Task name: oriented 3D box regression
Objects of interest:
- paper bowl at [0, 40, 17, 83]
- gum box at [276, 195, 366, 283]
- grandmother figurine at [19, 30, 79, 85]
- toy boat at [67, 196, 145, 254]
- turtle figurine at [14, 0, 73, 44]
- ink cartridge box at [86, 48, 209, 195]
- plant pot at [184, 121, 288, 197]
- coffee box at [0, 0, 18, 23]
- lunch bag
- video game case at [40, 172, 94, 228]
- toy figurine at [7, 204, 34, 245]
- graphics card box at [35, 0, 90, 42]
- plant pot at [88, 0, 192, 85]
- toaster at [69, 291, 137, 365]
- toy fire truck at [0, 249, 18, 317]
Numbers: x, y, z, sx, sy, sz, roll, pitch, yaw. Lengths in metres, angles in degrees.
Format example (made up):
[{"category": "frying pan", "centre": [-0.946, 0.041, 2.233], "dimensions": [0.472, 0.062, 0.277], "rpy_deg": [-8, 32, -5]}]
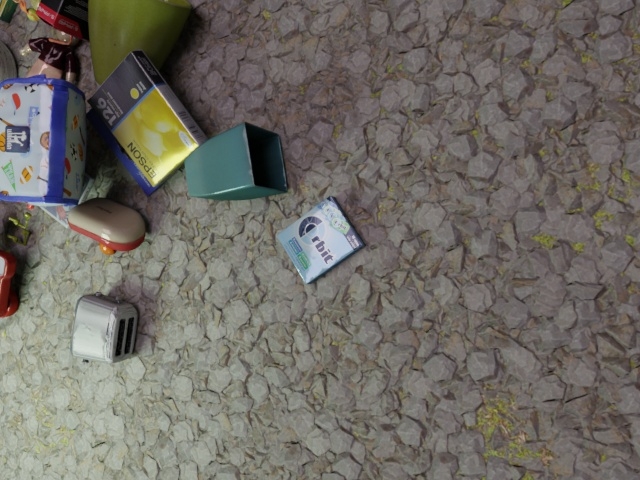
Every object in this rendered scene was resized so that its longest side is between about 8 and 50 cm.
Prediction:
[{"category": "paper bowl", "centre": [-1.185, -0.568, 1.740], "dimensions": [0.284, 0.148, 0.285], "rpy_deg": [0, 93, 8]}, {"category": "gum box", "centre": [0.000, 0.000, 1.370], "dimensions": [0.184, 0.041, 0.157], "rpy_deg": [-35, 76, 14]}, {"category": "grandmother figurine", "centre": [-0.871, -0.570, 1.688], "dimensions": [0.207, 0.104, 0.342], "rpy_deg": [32, 96, -9]}, {"category": "toy boat", "centre": [-0.634, -0.023, 1.568], "dimensions": [0.231, 0.151, 0.151], "rpy_deg": [21, 125, 20]}, {"category": "turtle figurine", "centre": [-0.825, -0.744, 1.567], "dimensions": [0.269, 0.087, 0.217], "rpy_deg": [39, 92, -7]}, {"category": "ink cartridge box", "centre": [-0.508, -0.313, 1.469], "dimensions": [0.307, 0.072, 0.304], "rpy_deg": [-33, 98, 28]}, {"category": "plant pot", "centre": [-0.239, -0.190, 1.405], "dimensions": [0.234, 0.165, 0.166], "rpy_deg": [-13, 83, 26]}, {"category": "coffee box", "centre": [-1.133, -0.846, 1.819], "dimensions": [0.184, 0.040, 0.113], "rpy_deg": [34, 99, 18]}, {"category": "lunch bag", "centre": [-0.765, -0.258, 1.441], "dimensions": [0.385, 0.238, 0.328], "rpy_deg": [8, 95, 55]}, {"category": "video game case", "centre": [-0.841, -0.167, 1.693], "dimensions": [0.201, 0.023, 0.184], "rpy_deg": [32, 99, 18]}, {"category": "toy figurine", "centre": [-1.032, -0.189, 1.722], "dimensions": [0.217, 0.191, 0.363], "rpy_deg": [-115, 39, -52]}, {"category": "graphics card box", "centre": [-0.641, -0.767, 1.524], "dimensions": [0.094, 0.232, 0.371], "rpy_deg": [36, 104, 19]}, {"category": "plant pot", "centre": [-0.542, -0.578, 1.497], "dimensions": [0.274, 0.274, 0.294], "rpy_deg": [33, 115, 18]}, {"category": "toaster", "centre": [-0.639, 0.271, 1.546], "dimensions": [0.146, 0.129, 0.227], "rpy_deg": [9, 89, 18]}, {"category": "toy fire truck", "centre": [-1.114, 0.116, 1.688], "dimensions": [0.302, 0.169, 0.254], "rpy_deg": [21, 102, 19]}]
